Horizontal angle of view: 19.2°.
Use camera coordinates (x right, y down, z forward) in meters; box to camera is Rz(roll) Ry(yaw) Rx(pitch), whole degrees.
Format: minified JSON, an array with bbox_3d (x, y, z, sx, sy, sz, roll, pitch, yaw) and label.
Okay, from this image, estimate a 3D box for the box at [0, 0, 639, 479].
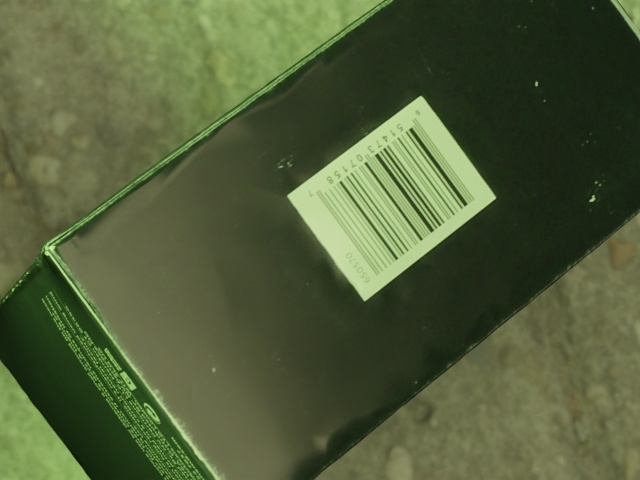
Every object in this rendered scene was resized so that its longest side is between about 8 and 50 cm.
[{"bbox_3d":[0.000,0.000,1.115,0.343,0.312,0.179,-37,93,-18],"label":"box"}]
